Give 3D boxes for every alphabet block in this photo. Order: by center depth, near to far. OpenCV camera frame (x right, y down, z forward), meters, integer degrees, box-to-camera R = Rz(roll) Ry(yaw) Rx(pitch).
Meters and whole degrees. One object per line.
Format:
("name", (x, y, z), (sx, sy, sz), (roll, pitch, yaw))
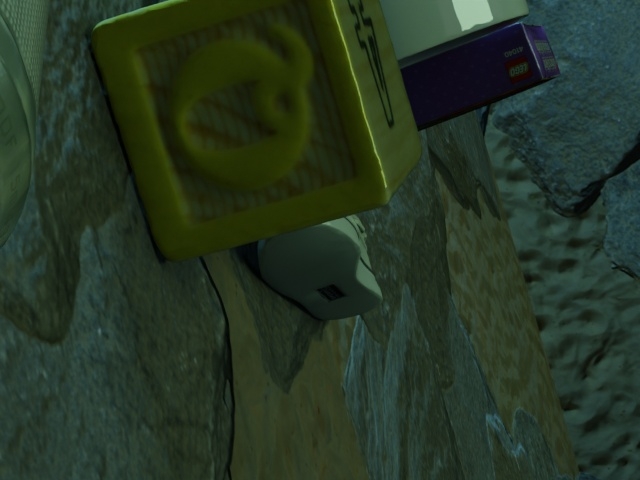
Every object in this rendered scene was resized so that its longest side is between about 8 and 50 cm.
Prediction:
("alphabet block", (-0.042, -0.113, 1.227), (0.197, 0.192, 0.193), (-47, 119, -72))

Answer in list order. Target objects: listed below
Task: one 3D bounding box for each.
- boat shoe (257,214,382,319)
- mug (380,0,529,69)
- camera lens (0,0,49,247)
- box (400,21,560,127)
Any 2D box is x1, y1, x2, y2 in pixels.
("boat shoe", (0.000, 0.000, 1.464), (0.267, 0.096, 0.088), (43, 31, -66))
("mug", (0.046, -0.324, 1.406), (0.276, 0.374, 0.328), (-27, 96, -60))
("camera lens", (-0.205, -0.113, 0.553), (0.219, 0.219, 0.274), (59, 21, -48))
("box", (0.070, -0.124, 1.441), (0.201, 0.293, 0.057), (-30, 100, -75))
